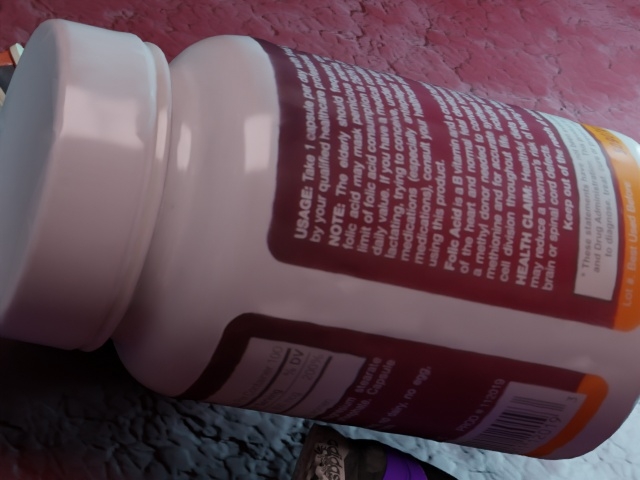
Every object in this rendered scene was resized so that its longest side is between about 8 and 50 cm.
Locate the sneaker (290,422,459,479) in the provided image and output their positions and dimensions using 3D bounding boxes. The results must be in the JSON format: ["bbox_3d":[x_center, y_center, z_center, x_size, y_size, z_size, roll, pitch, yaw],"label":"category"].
[{"bbox_3d":[0.053,0.229,1.006,0.146,0.102,0.293,16,38,-11],"label":"sneaker"}]

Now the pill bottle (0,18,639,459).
[{"bbox_3d":[0.000,0.000,1.073,0.392,0.224,0.224,12,38,-21],"label":"pill bottle"}]

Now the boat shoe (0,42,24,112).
[{"bbox_3d":[-0.224,-0.092,1.303,0.043,0.049,0.137,-30,53,3],"label":"boat shoe"}]
